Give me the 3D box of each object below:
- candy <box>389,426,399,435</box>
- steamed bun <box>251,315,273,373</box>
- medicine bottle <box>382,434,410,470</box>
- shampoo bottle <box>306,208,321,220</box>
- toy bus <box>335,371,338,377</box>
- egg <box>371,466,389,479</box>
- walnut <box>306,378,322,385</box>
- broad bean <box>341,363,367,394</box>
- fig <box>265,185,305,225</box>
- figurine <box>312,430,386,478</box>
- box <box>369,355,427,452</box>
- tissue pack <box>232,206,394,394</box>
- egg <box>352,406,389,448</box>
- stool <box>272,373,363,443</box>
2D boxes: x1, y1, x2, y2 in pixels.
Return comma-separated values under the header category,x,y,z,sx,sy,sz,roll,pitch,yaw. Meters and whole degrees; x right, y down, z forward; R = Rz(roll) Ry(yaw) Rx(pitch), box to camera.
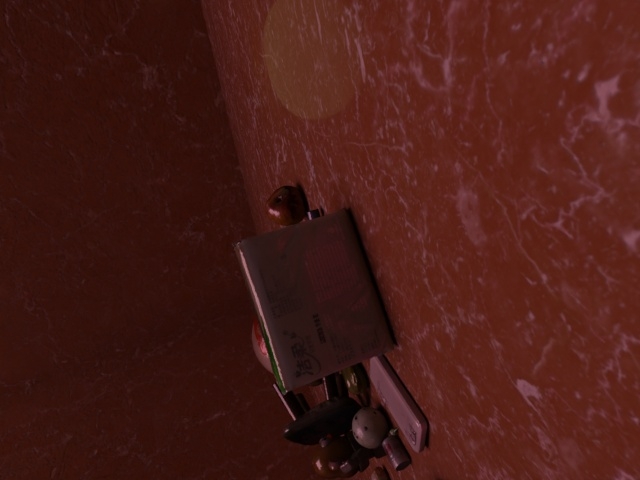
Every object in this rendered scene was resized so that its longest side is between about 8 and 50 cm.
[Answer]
category,x,y,z,sx,sy,sz,roll,pitch,yaw
candy,0.244,0.616,1.348,0.025,0.023,0.083,24,144,10
steamed bun,-0.091,0.300,1.500,0.241,0.374,0.374,56,177,-34
medicine bottle,0.247,0.694,1.355,0.091,0.058,0.058,-125,21,-50
shampoo bottle,0.000,0.000,1.409,0.072,0.072,0.214,-156,49,-72
toy bus,0.054,0.684,2.071,0.064,0.075,0.191,-136,31,-60
egg,0.244,0.983,1.719,0.083,0.071,0.071,-121,18,-55
walnut,-0.065,0.525,1.934,0.277,0.253,0.282,48,157,-8
broad bean,0.118,0.513,1.579,0.174,0.082,0.125,-145,37,-66
fig,-0.124,-0.114,1.657,0.257,0.159,0.159,57,-170,-73
figurine,0.107,0.797,1.568,0.343,0.284,0.167,88,157,-55
box,0.217,0.456,1.202,0.285,0.044,0.142,-125,24,-51
tissue pack,-0.025,0.154,1.145,0.205,0.331,0.405,156,96,-75
egg,0.174,0.654,1.455,0.164,0.131,0.131,74,176,-83
stool,0.000,0.664,1.693,0.310,0.310,0.226,61,-176,-52
